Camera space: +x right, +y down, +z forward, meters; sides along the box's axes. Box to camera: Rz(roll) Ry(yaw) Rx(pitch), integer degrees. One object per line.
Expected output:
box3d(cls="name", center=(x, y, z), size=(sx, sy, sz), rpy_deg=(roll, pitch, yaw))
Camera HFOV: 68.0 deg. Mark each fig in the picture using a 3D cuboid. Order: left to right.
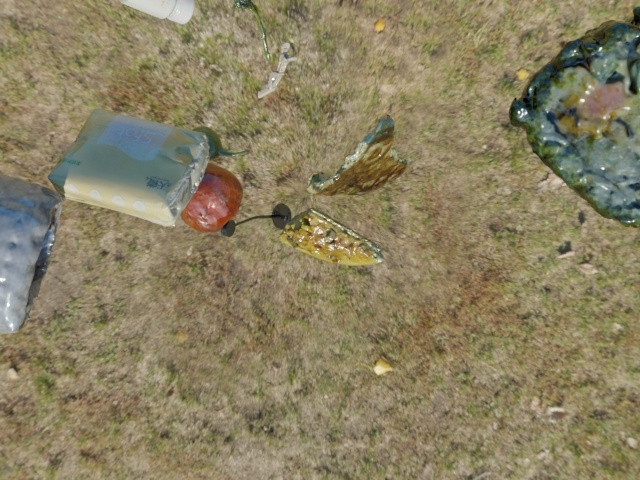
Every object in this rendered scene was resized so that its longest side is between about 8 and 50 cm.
box3d(cls="fig", center=(-0.407, -0.364, 1.876), size=(0.246, 0.149, 0.149), rpy_deg=(18, 95, 3))

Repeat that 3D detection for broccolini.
box3d(cls="broccolini", center=(-0.166, -0.569, 1.257), size=(0.052, 0.194, 0.054), rpy_deg=(-48, 50, -9))

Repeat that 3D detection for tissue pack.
box3d(cls="tissue pack", center=(-0.322, -0.130, 0.829), size=(0.223, 0.090, 0.186), rpy_deg=(14, 59, 7))

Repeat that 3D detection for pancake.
box3d(cls="pancake", center=(0.094, -0.165, 0.937), size=(0.266, 0.244, 0.057), rpy_deg=(-24, 67, -30))

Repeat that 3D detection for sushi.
box3d(cls="sushi", center=(0.528, -0.204, 0.777), size=(0.352, 0.178, 0.294), rpy_deg=(46, 132, 9))

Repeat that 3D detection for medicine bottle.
box3d(cls="medicine bottle", center=(-0.213, -0.319, 0.616), size=(0.052, 0.089, 0.052), rpy_deg=(-2, 87, 42))

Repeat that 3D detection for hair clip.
box3d(cls="hair clip", center=(-0.146, -0.555, 1.605), size=(0.072, 0.034, 0.226), rpy_deg=(52, 131, 14))

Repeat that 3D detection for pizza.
box3d(cls="pizza", center=(0.024, 0.017, 1.424), size=(0.269, 0.258, 0.087), rpy_deg=(27, 72, -13))

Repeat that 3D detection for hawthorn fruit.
box3d(cls="hawthorn fruit", center=(-0.409, -0.164, 1.630), size=(0.242, 0.242, 0.272), rpy_deg=(-43, 126, 3))

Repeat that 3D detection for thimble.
box3d(cls="thimble", center=(-0.510, 0.017, 0.734), size=(0.157, 0.217, 0.245), rpy_deg=(16, 77, -20))

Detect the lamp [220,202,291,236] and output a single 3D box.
box3d(cls="lamp", center=(-0.233, -0.077, 1.860), size=(0.109, 0.371, 0.130), rpy_deg=(18, 103, 23))
